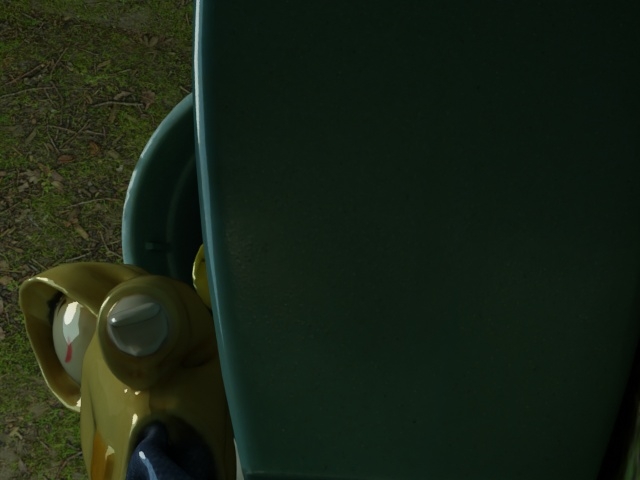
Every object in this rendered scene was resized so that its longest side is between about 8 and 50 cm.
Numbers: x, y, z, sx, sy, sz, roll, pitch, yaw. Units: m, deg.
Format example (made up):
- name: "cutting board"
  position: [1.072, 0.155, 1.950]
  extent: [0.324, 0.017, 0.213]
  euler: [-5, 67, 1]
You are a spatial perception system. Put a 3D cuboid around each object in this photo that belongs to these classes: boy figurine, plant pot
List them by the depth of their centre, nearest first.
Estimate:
- name: "plant pot"
  position: [0.036, -0.022, 0.464]
  extent: [0.165, 0.165, 0.234]
  euler: [94, 179, -72]
- name: "boy figurine"
  position: [-0.079, 0.087, 0.565]
  extent: [0.285, 0.092, 0.177]
  euler: [-115, 22, -52]
- name: "plant pot"
  position: [0.000, 0.000, 1.404]
  extent: [0.334, 0.341, 0.341]
  euler: [14, -92, -80]

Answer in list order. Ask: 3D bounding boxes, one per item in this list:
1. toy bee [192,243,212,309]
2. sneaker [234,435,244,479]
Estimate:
- name: "toy bee"
  position: [0.055, -0.002, 0.659]
  extent: [0.195, 0.298, 0.162]
  euler: [-45, 35, 9]
- name: "sneaker"
  position: [-0.023, 0.204, 1.424]
  extent: [0.447, 0.257, 0.169]
  euler: [-46, -33, -85]
